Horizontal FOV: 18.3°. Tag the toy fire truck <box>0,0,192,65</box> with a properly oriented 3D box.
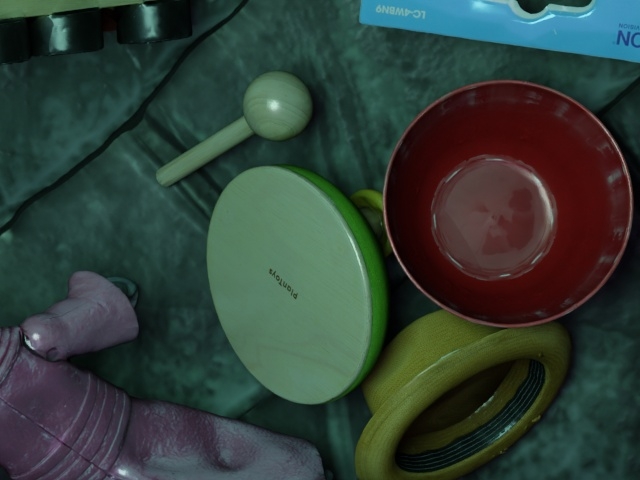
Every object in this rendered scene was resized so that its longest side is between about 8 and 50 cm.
[{"bbox_3d":[-0.239,-0.180,1.483,0.246,0.217,0.158,8,107,49],"label":"toy fire truck"}]

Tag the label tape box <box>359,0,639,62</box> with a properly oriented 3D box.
[{"bbox_3d":[0.173,-0.315,1.417,0.249,0.115,0.348,8,105,7],"label":"label tape box"}]

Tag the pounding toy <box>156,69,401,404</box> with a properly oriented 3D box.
[{"bbox_3d":[0.000,0.000,1.505,0.183,0.110,0.237,-40,72,47],"label":"pounding toy"}]

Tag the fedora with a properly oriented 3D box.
[{"bbox_3d":[0.097,0.109,1.505,0.194,0.194,0.079,-46,56,13],"label":"fedora"}]

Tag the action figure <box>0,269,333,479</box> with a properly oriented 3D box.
[{"bbox_3d":[-0.186,0.164,1.474,0.370,0.276,0.248,36,93,-25],"label":"action figure"}]

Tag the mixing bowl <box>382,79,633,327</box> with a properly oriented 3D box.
[{"bbox_3d":[0.133,-0.022,1.474,0.181,0.098,0.181,0,83,-2],"label":"mixing bowl"}]
